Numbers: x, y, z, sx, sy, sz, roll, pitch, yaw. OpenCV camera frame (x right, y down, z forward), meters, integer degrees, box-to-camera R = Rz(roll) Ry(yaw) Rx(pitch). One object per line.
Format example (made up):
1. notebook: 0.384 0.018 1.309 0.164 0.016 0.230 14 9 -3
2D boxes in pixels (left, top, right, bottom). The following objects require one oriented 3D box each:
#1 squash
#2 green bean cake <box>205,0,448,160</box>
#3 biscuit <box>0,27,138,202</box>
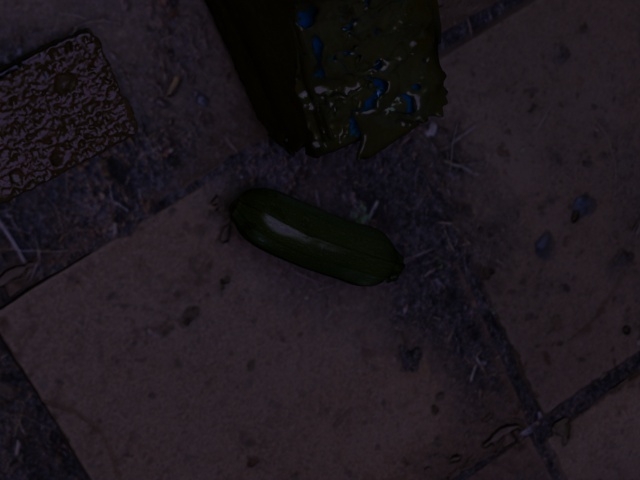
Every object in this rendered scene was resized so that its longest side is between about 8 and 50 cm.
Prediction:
1. squash: 0.000 0.000 1.761 0.219 0.077 0.068 20 104 -28
2. green bean cake: 0.031 -0.234 1.597 0.202 0.285 0.310 -28 114 -19
3. biscuit: -0.308 -0.114 1.628 0.231 0.025 0.131 -28 114 -14
